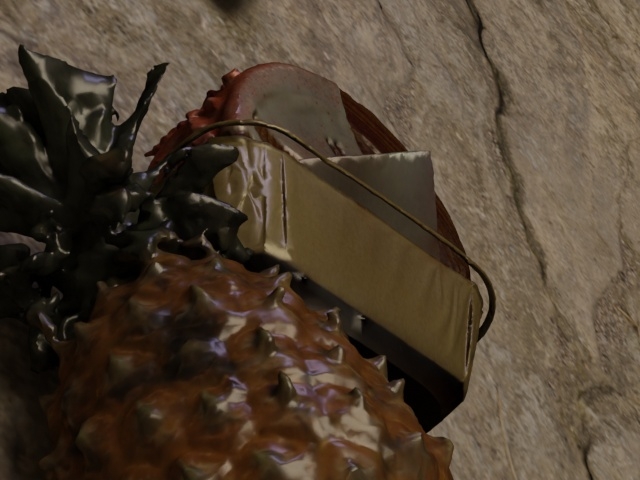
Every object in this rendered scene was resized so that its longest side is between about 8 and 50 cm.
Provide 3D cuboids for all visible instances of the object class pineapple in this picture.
[{"bbox_3d":[-0.081,0.039,0.711,0.169,0.169,0.340,13,32,-52],"label":"pineapple"}]

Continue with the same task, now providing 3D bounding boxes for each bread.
[{"bbox_3d":[0.000,0.000,0.883,0.224,0.142,0.212,35,32,-27],"label":"bread"}]
